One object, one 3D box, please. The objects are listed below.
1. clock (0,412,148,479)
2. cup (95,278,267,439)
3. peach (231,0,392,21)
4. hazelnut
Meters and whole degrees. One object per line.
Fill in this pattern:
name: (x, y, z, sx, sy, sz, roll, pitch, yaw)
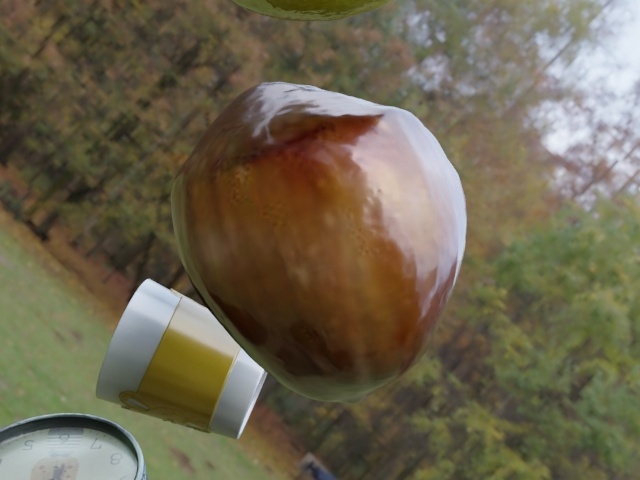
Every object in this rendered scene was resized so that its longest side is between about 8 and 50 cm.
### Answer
clock: (-0.312, 0.281, 1.394, 0.226, 0.226, 0.049, 37, -43, 49)
cup: (-0.195, 0.187, 1.765, 0.226, 0.185, 0.241, 22, -22, 3)
peach: (-0.012, -0.379, 1.246, 0.315, 0.281, 0.314, -30, -97, 45)
hazelnut: (0.000, 0.000, 1.357, 0.372, 0.315, 0.372, 168, -90, -84)
